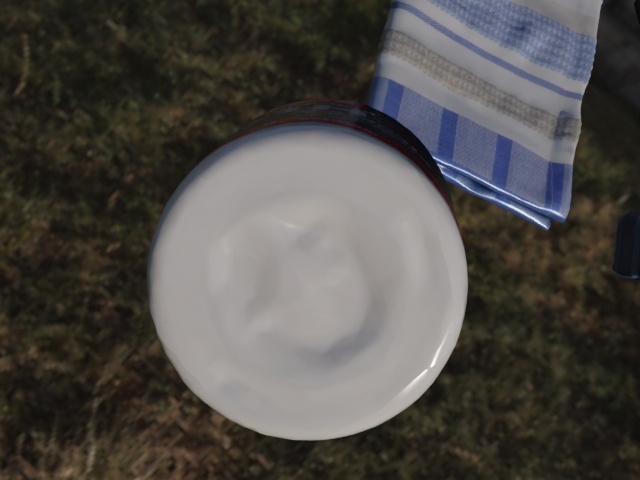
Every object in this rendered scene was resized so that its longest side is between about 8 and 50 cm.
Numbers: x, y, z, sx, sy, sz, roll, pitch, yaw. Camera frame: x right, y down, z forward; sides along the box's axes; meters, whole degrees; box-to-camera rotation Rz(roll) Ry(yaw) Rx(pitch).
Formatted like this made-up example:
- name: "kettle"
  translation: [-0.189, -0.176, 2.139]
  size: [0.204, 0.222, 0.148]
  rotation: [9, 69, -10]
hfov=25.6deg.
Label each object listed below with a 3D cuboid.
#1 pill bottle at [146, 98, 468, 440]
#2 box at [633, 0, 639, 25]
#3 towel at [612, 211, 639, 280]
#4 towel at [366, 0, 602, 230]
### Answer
- name: "pill bottle"
  translation: [0.000, 0.000, 0.899]
  size: [0.176, 0.176, 0.318]
  rotation: [43, 9, -4]
- name: "box"
  translation: [0.245, -0.156, 0.863]
  size: [0.067, 0.083, 0.018]
  rotation: [3, 65, -30]
- name: "towel"
  translation: [0.313, 0.006, 1.324]
  size: [0.029, 0.067, 0.119]
  rotation: [6, 0, -11]
- name: "towel"
  translation: [0.153, -0.169, 1.238]
  size: [0.209, 0.034, 0.285]
  rotation: [25, 61, -18]
